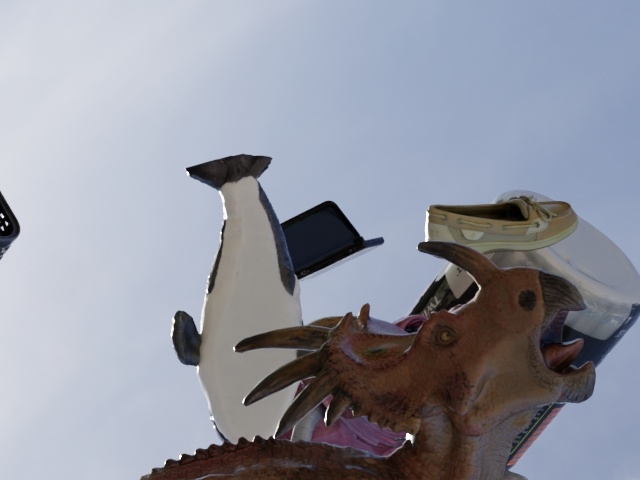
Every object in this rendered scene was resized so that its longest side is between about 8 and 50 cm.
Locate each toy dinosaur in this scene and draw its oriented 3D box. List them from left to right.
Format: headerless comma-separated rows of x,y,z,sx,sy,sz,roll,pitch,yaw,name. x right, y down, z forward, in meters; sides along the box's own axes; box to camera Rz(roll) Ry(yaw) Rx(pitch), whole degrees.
-0.022,0.127,0.655,0.296,0.200,0.127,-19,-176,-8,toy dinosaur

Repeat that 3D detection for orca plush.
-0.088,0.066,1.485,0.151,0.287,0.102,-15,174,-20,orca plush

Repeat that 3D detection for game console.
0.000,0.000,1.884,0.122,0.107,0.071,-25,-96,25,game console

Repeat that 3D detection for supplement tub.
0.193,0.127,1.718,0.338,0.207,0.207,-54,-149,24,supplement tub

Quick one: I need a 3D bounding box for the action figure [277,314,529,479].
0.073,0.163,1.570,0.370,0.248,0.275,-47,-146,48,action figure

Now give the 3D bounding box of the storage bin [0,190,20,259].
-0.337,-0.040,1.202,0.084,0.122,0.180,-49,-118,28,storage bin

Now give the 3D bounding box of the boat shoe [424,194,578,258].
0.168,-0.020,1.397,0.153,0.048,0.056,-8,-154,-14,boat shoe
